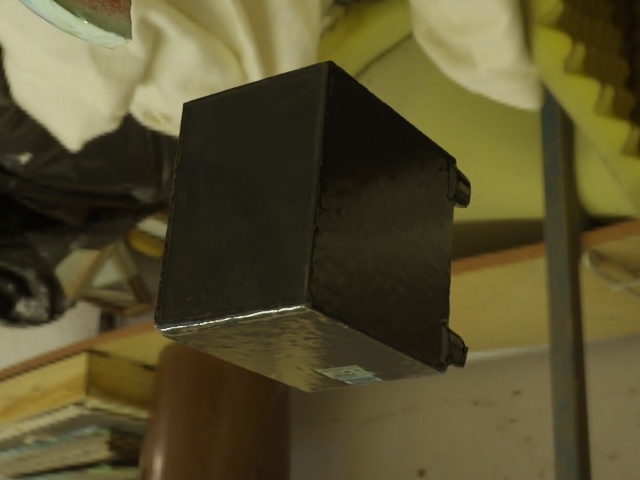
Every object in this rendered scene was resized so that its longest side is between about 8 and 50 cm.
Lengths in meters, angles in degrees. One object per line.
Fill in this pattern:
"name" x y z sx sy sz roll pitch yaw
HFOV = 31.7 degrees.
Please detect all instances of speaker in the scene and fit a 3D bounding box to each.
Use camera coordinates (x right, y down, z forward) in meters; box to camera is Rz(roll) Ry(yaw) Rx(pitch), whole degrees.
"speaker" 0.000 0.000 1.044 0.184 0.232 0.254 -10 155 34

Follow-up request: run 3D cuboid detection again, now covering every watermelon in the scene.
"watermelon" -0.262 -0.312 1.143 0.176 0.260 0.256 -7 152 26
